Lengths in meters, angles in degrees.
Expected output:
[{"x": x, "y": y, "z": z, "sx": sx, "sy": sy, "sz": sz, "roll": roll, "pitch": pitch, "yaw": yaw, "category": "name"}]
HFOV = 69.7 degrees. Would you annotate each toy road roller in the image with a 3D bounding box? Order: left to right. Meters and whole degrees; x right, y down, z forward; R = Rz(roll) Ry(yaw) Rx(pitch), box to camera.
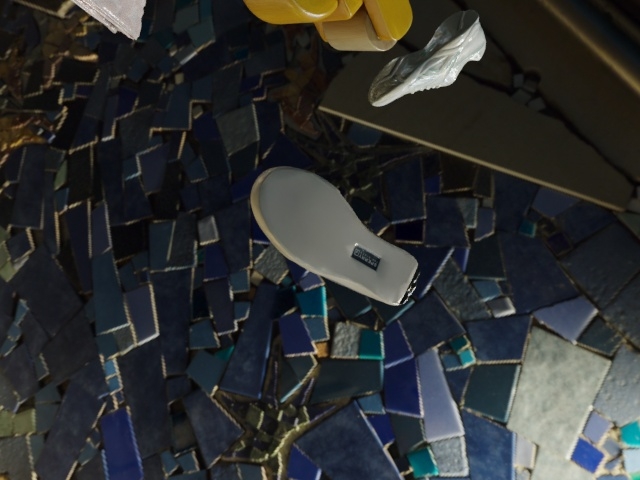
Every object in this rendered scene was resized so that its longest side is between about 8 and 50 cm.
[{"x": 0.000, "y": -0.469, "z": 0.873, "sx": 0.202, "sy": 0.241, "sz": 0.329, "roll": 24, "pitch": -19, "yaw": 44, "category": "toy road roller"}]

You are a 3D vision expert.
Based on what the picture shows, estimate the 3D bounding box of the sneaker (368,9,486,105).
[{"x": 0.129, "y": -0.202, "z": 0.553, "sx": 0.061, "sy": 0.152, "sz": 0.054, "roll": 37, "pitch": 33, "yaw": -43, "category": "sneaker"}]

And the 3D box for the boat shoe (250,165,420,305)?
[{"x": 0.000, "y": 0.000, "z": 0.739, "sx": 0.340, "sy": 0.127, "sz": 0.158, "roll": 37, "pitch": -14, "yaw": -34, "category": "boat shoe"}]

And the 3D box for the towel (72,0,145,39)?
[{"x": -0.322, "y": -0.493, "z": 0.599, "sx": 0.317, "sy": 0.053, "sz": 0.332, "roll": 21, "pitch": 77, "yaw": -76, "category": "towel"}]
